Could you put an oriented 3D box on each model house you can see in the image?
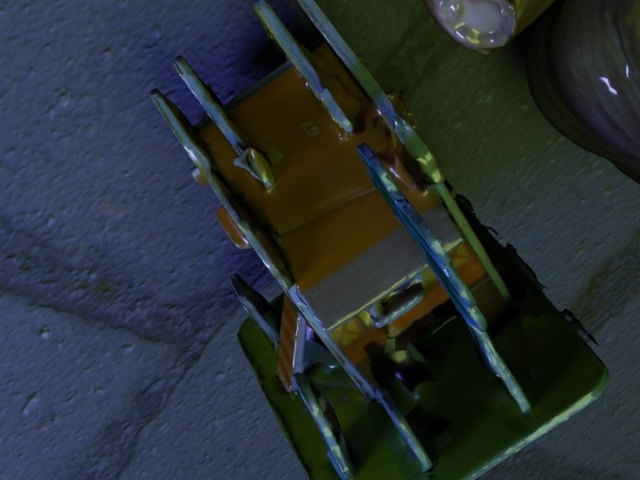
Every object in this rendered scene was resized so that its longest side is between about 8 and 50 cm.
[{"bbox_3d":[0.000,0.000,1.077,0.242,0.357,0.312,-35,123,3],"label":"model house"}]

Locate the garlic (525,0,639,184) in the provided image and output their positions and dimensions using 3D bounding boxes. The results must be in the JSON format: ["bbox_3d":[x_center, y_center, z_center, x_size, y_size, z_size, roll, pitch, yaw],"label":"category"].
[{"bbox_3d":[0.330,-0.149,1.183,0.322,0.241,0.322,-21,159,-8],"label":"garlic"}]

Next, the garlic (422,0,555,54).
[{"bbox_3d":[0.173,-0.240,1.099,0.245,0.164,0.145,-39,123,-5],"label":"garlic"}]
